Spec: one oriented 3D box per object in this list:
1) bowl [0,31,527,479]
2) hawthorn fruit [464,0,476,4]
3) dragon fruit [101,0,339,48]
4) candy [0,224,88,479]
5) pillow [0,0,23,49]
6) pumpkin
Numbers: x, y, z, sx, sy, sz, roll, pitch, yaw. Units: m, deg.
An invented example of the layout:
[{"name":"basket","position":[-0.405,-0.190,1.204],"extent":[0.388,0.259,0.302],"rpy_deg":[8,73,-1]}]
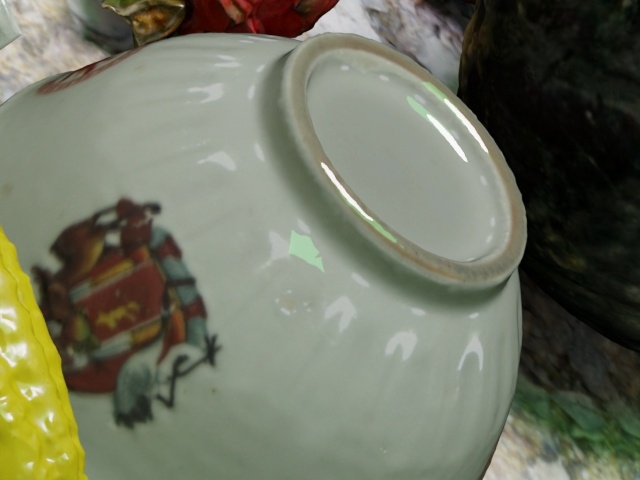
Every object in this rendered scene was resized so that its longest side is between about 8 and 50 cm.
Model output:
[{"name":"bowl","position":[0.000,0.000,0.712],"extent":[0.337,0.157,0.337],"rpy_deg":[27,40,-26]},{"name":"hawthorn fruit","position":[0.121,-0.271,1.095],"extent":[0.188,0.169,0.169],"rpy_deg":[24,41,-21]},{"name":"dragon fruit","position":[-0.049,-0.203,0.847],"extent":[0.172,0.172,0.209],"rpy_deg":[37,45,-13]},{"name":"candy","position":[-0.157,0.046,0.562],"extent":[0.199,0.106,0.094],"rpy_deg":[58,20,6]},{"name":"pillow","position":[-0.270,-0.127,0.631],"extent":[0.254,0.078,0.144],"rpy_deg":[-12,55,-50]},{"name":"pumpkin","position":[0.287,-0.128,0.887],"extent":[0.344,0.454,0.454],"rpy_deg":[33,32,19]}]
